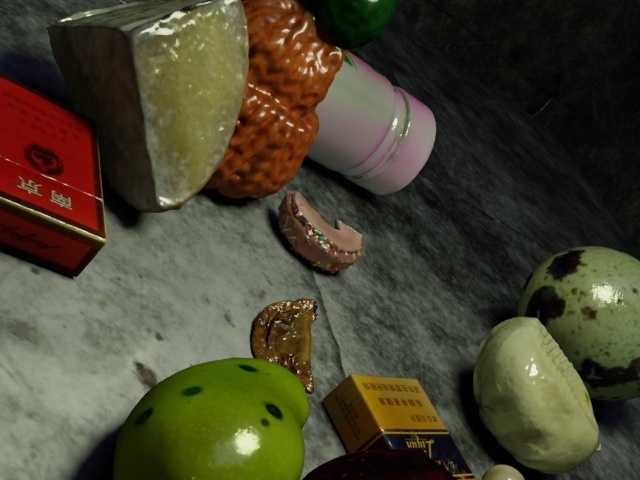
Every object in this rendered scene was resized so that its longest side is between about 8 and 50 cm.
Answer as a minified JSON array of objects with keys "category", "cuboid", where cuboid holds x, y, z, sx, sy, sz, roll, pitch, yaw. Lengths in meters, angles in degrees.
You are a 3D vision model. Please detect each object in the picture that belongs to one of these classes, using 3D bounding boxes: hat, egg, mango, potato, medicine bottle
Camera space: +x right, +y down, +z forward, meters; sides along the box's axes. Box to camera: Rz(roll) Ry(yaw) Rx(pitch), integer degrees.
[{"category":"hat","cuboid":[-0.072,-0.259,1.329,0.285,0.400,0.285,33,31,-22]},{"category":"egg","cuboid":[0.549,0.165,1.746,0.379,0.287,0.287,29,28,-44]},{"category":"mango","cuboid":[-0.094,0.190,0.865,0.175,0.143,0.293,11,14,11]},{"category":"potato","cuboid":[-0.214,-0.190,1.202,0.189,0.211,0.264,-22,111,-42]},{"category":"medicine bottle","cuboid":[0.037,-0.241,1.688,0.325,0.212,0.212,25,30,-34]}]

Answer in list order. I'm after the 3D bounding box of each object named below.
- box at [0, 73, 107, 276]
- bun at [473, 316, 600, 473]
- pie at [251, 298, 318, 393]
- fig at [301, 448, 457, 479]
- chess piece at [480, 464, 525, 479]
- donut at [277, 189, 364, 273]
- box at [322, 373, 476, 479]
[{"category":"box","cuboid":[-0.333,-0.083,1.031,0.153,0.074,0.240,30,28,-37]},{"category":"bun","cuboid":[0.331,0.251,1.432,0.259,0.160,0.259,52,17,-24]},{"category":"pie","cuboid":[-0.048,0.130,1.182,0.088,0.033,0.191,22,30,-11]},{"category":"fig","cuboid":[0.019,0.285,0.846,0.249,0.204,0.186,18,34,-27]},{"category":"chess piece","cuboid":[0.299,0.382,1.253,0.170,0.094,0.094,39,24,-2]},{"category":"donut","cuboid":[0.000,0.000,1.425,0.166,0.065,0.117,33,25,-20]},{"category":"box","cuboid":[0.117,0.287,1.148,0.152,0.070,0.237,15,35,-48]}]
